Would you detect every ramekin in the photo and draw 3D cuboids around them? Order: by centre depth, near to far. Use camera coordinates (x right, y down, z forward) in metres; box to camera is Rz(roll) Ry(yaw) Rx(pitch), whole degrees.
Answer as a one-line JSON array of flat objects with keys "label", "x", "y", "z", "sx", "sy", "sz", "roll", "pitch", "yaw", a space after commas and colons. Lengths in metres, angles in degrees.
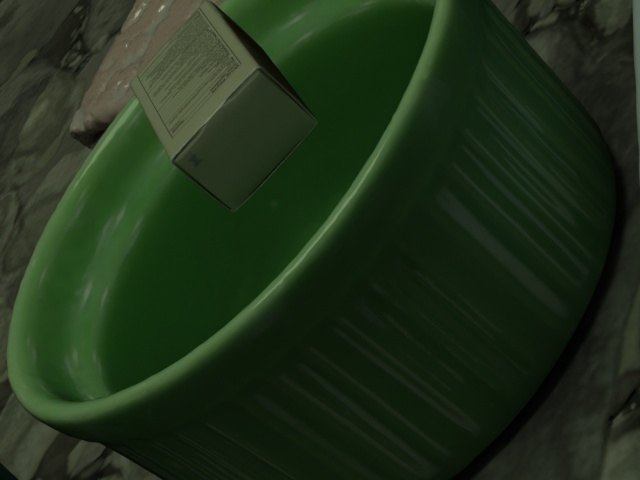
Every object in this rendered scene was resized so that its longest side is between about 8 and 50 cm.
[{"label": "ramekin", "x": 0.000, "y": 0.000, "z": 0.964, "sx": 0.303, "sy": 0.148, "sz": 0.303, "roll": -38, "pitch": 28, "yaw": 24}]

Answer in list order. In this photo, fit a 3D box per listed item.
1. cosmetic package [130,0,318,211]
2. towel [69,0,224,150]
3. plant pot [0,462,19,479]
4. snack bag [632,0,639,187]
[{"label": "cosmetic package", "x": -0.046, "y": -0.064, "z": 0.901, "sx": 0.060, "sy": 0.041, "sz": 0.115, "roll": -46, "pitch": 26, "yaw": 8}, {"label": "towel", "x": -0.027, "y": -0.223, "z": 1.423, "sx": 0.317, "sy": 0.053, "sz": 0.332, "roll": -10, "pitch": 45, "yaw": 54}, {"label": "plant pot", "x": -0.242, "y": 0.228, "z": 1.045, "sx": 0.234, "sy": 0.165, "sz": 0.166, "roll": -35, "pitch": 28, "yaw": 12}, {"label": "snack bag", "x": 0.277, "y": -0.136, "z": 0.831, "sx": 0.342, "sy": 0.037, "sz": 0.323, "roll": -30, "pitch": 32, "yaw": 30}]
